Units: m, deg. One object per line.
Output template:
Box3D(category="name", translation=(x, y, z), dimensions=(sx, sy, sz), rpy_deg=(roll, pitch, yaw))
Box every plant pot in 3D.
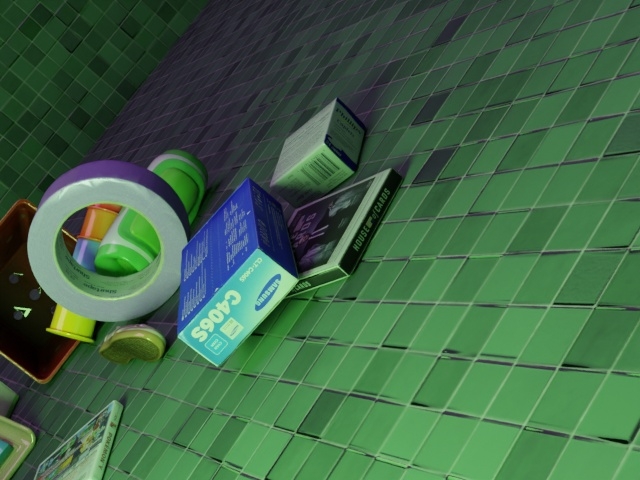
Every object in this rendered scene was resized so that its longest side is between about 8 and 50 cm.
Box3D(category="plant pot", translation=(-0.586, 0.106, 2.301), dimensions=(0.267, 0.267, 0.236), rpy_deg=(-53, 8, -11))

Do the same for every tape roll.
Box3D(category="tape roll", translation=(-0.367, 0.002, 1.969), dimensions=(0.275, 0.275, 0.090), rpy_deg=(-43, 21, 15))

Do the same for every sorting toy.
Box3D(category="sorting toy", translation=(-0.681, 0.399, 2.042), dimensions=(0.307, 0.041, 0.229), rpy_deg=(14, 62, 35))

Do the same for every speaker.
Box3D(category="speaker", translation=(-0.322, -0.040, 2.171), dimensions=(0.131, 0.131, 0.296), rpy_deg=(-28, 28, 44))

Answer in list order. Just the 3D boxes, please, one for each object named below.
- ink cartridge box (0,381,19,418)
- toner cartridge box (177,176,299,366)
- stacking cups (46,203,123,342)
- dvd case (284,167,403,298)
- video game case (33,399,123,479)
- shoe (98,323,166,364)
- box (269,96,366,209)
Box3D(category="ink cartridge box", translation=(-0.761, 0.412, 2.276), dimensions=(0.273, 0.115, 0.198), rpy_deg=(-37, 22, 26))
Box3D(category="toner cartridge box", translation=(-0.123, 0.033, 1.609), dimensions=(0.165, 0.075, 0.348), rpy_deg=(-48, 16, 11))
Box3D(category="stacking cups", translation=(-0.437, 0.035, 2.171), dimensions=(0.096, 0.096, 0.316), rpy_deg=(-2, 70, 64))
Box3D(category="dvd case", translation=(0.000, 0.000, 1.565), dimensions=(0.238, 0.029, 0.179), rpy_deg=(-21, 33, 52))
Box3D(category="video game case", translation=(-0.388, 0.360, 1.727), dimensions=(0.201, 0.023, 0.183), rpy_deg=(-41, 21, 23))
Box3D(category="shoe", translation=(-0.305, 0.160, 1.841), dimensions=(0.219, 0.076, 0.058), rpy_deg=(-18, 41, 58))
Box3D(category="box", translation=(-0.002, -0.132, 1.749), dimensions=(0.126, 0.072, 0.137), rpy_deg=(-36, 24, 33))
